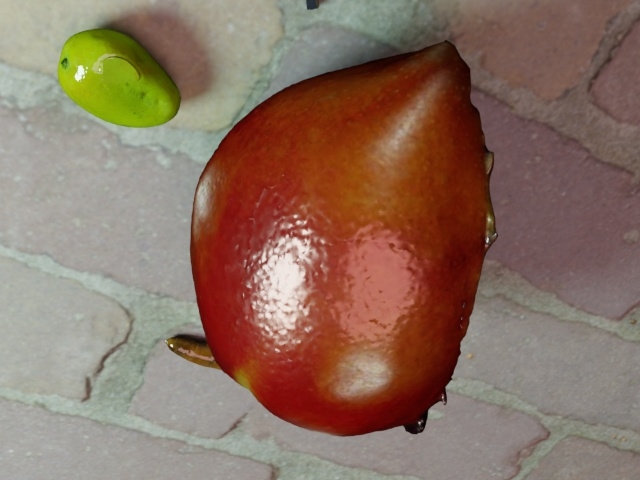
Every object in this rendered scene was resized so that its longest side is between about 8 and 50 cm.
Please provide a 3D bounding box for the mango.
[{"bbox_3d":[-0.163,-0.130,0.723,0.108,0.056,0.073,27,121,-32],"label":"mango"}]

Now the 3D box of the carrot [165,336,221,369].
[{"bbox_3d":[-0.089,0.129,0.950,0.165,0.035,0.035,17,120,-22],"label":"carrot"}]

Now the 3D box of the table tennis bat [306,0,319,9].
[{"bbox_3d":[-0.012,-0.223,0.711,0.050,0.007,0.083,4,140,16],"label":"table tennis bat"}]

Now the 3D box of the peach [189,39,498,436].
[{"bbox_3d":[0.000,0.000,0.729,0.201,0.257,0.361,-1,129,-20],"label":"peach"}]
